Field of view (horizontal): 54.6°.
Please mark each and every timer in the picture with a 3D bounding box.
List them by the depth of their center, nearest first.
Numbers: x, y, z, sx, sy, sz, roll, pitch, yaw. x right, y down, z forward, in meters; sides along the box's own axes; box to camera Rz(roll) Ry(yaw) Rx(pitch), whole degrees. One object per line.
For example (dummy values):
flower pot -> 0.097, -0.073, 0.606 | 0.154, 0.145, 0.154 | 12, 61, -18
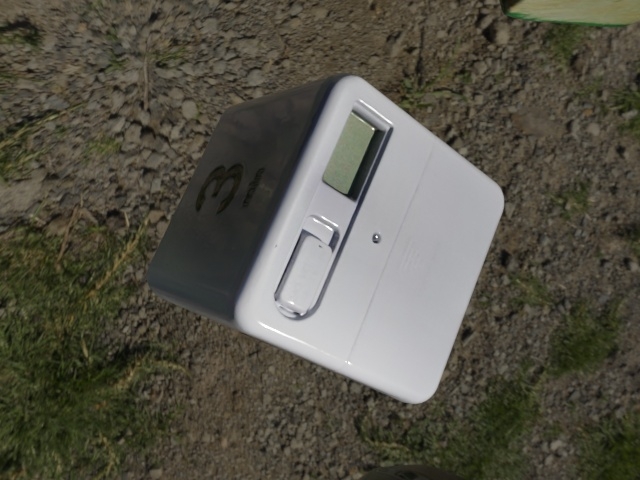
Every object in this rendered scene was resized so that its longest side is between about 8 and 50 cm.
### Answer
timer -> 0.000, 0.000, 0.521 | 0.194, 0.195, 0.192 | 29, 77, -30

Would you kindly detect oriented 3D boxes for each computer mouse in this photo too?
computer mouse -> 0.091, 0.315, 0.771 | 0.126, 0.231, 0.071 | -11, 68, -23

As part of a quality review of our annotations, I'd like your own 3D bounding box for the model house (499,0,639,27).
model house -> 0.527, -0.607, 1.120 | 0.382, 0.334, 0.342 | -5, 93, -17
